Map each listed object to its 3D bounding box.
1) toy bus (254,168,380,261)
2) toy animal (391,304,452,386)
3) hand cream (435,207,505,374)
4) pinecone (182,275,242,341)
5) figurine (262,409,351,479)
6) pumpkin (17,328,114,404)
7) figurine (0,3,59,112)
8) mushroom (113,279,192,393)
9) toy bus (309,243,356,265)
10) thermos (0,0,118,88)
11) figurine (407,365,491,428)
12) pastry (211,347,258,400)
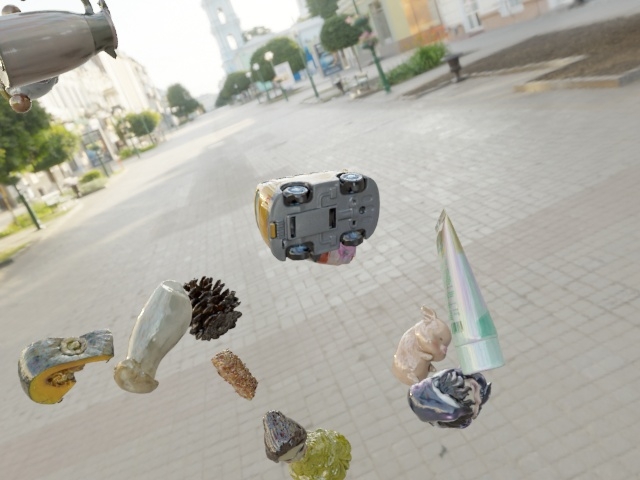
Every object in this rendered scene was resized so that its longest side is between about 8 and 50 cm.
[{"bbox_3d":[-0.013,-0.055,0.967,0.209,0.126,0.136,-14,27,-25],"label":"toy bus"},{"bbox_3d":[0.331,0.359,1.846,0.154,0.166,0.250,31,72,32],"label":"toy animal"},{"bbox_3d":[0.154,0.056,0.615,0.047,0.174,0.076,-14,-16,0],"label":"hand cream"},{"bbox_3d":[-0.302,0.169,1.490,0.163,0.165,0.163,-36,-19,-15],"label":"pinecone"},{"bbox_3d":[-0.052,0.563,1.498,0.187,0.315,0.168,-14,56,16],"label":"figurine"},{"bbox_3d":[-0.811,0.407,1.803,0.280,0.190,0.139,-6,38,-29],"label":"pumpkin"},{"bbox_3d":[-0.552,-0.364,1.081,0.133,0.194,0.274,-8,-15,-43],"label":"figurine"},{"bbox_3d":[-0.294,0.168,1.009,0.097,0.088,0.213,119,175,-56],"label":"mushroom"},{"bbox_3d":[0.000,0.000,1.612,0.147,0.128,0.302,11,-1,-18],"label":"toy bus"},{"bbox_3d":[-0.425,-0.334,0.894,0.193,0.137,0.105,-27,18,-28],"label":"thermos"},{"bbox_3d":[0.285,0.340,1.245,0.145,0.146,0.222,-10,-5,35],"label":"figurine"},{"bbox_3d":[-0.228,0.366,1.549,0.087,0.169,0.063,-8,34,48],"label":"pastry"}]
